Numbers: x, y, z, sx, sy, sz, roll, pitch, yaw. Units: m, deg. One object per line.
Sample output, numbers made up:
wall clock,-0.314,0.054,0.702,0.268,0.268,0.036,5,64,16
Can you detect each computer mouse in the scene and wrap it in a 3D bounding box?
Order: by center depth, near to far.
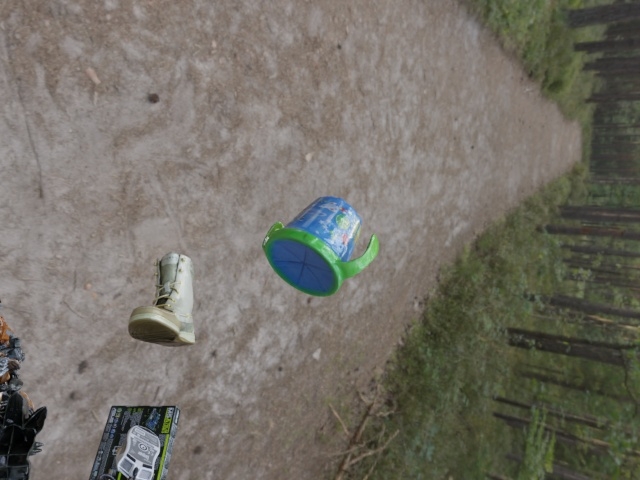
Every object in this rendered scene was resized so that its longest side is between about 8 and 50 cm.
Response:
computer mouse,-0.318,0.390,0.769,0.106,0.193,0.042,37,89,-14

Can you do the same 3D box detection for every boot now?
boot,-0.278,0.098,0.809,0.213,0.077,0.165,82,4,-70

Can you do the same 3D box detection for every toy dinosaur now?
toy dinosaur,-0.373,0.199,0.500,0.164,0.218,0.322,-29,102,-22

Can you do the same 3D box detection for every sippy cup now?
sippy cup,0.000,0.000,1.263,0.224,0.305,0.240,-54,173,-35

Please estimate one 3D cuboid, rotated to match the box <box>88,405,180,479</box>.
box,-0.474,0.525,1.161,0.045,0.184,0.190,87,3,-52
